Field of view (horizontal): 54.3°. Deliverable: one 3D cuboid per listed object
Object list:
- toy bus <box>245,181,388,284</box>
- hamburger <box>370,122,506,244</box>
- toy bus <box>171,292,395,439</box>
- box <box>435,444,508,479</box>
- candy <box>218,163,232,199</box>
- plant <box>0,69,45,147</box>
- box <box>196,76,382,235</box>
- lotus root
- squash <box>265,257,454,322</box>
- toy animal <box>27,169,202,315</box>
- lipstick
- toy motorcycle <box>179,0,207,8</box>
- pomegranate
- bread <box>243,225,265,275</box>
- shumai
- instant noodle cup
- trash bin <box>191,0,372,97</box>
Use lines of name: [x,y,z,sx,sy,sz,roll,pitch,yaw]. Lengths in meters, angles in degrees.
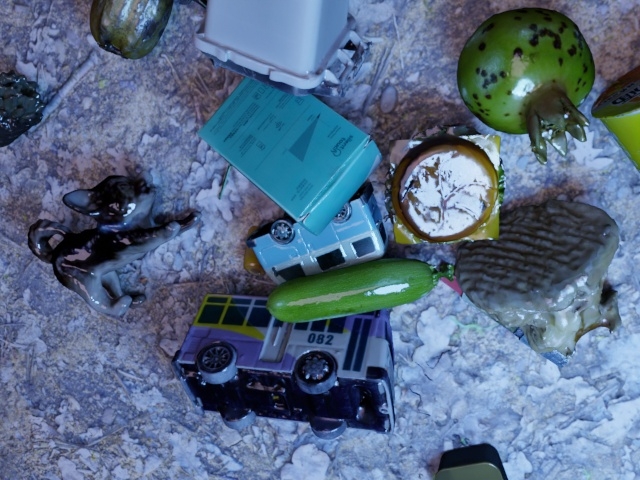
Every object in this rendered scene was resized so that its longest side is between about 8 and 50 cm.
toy bus: [0.000,0.000,1.303,0.271,0.133,0.165,-20,102,17]
hamburger: [0.227,-0.103,1.186,0.261,0.139,0.243,-2,108,-1]
toy bus: [-0.052,0.252,1.319,0.439,0.249,0.209,2,133,16]
box: [0.347,0.559,1.373,0.144,0.090,0.201,-19,99,19]
candy: [-0.197,-0.169,1.367,0.055,0.049,0.185,43,124,35]
plant: [-0.719,-0.306,1.427,0.194,0.132,0.129,-33,97,26]
box: [-0.060,-0.180,1.201,0.311,0.118,0.205,40,92,25]
lotus root: [-0.373,-0.502,1.271,0.154,0.154,0.278,32,114,6]
squash: [0.076,0.095,1.229,0.378,0.101,0.102,-9,102,2]
toy animal: [-0.483,-0.021,1.401,0.302,0.194,0.344,36,105,-2]
lipstick: [0.372,0.148,1.280,0.312,0.051,0.051,33,114,6]
toy motorcycle: [-0.214,-0.522,1.266,0.173,0.058,0.100,-34,99,19]
pomegranate: [0.374,-0.262,1.068,0.231,0.231,0.286,-43,61,21]
bread: [-0.138,0.026,1.397,0.049,0.103,0.062,-15,143,29]
shumai: [0.435,0.088,1.201,0.314,0.267,0.262,-3,138,44]
instant noodle cup: [0.614,-0.196,1.023,0.264,0.264,0.200,-31,102,21]
trash bin: [-0.041,-0.456,1.056,0.295,0.256,0.368,24,142,7]
